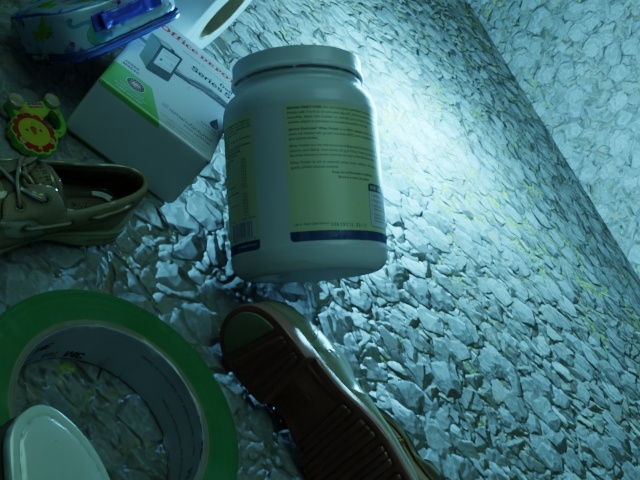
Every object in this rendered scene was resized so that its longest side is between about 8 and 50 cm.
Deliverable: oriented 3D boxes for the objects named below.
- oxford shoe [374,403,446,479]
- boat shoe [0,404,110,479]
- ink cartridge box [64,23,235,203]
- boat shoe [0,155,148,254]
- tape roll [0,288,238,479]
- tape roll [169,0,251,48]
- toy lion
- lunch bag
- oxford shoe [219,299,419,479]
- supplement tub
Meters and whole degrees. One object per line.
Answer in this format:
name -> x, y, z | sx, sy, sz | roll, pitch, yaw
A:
oxford shoe -> 0.094, 0.309, 1.238 | 0.076, 0.076, 0.212 | -35, 69, -20
boat shoe -> -0.221, 0.287, 0.728 | 0.109, 0.091, 0.304 | -33, 109, -59
ink cartridge box -> -0.250, -0.216, 1.354 | 0.198, 0.115, 0.272 | 37, 32, -17
boat shoe -> -0.362, -0.058, 1.038 | 0.341, 0.110, 0.121 | -7, 60, -54
tape roll -> -0.239, 0.206, 0.925 | 0.321, 0.077, 0.321 | 32, 33, -25
tape roll -> -0.231, -0.470, 1.544 | 0.169, 0.246, 0.246 | 45, 31, -3
toy lion -> -0.396, -0.158, 1.193 | 0.100, 0.034, 0.096 | -16, 74, -57
lunch bag -> -0.334, -0.336, 1.283 | 0.219, 0.176, 0.090 | -40, 126, -39
oxford shoe -> 0.031, 0.236, 1.174 | 0.397, 0.140, 0.146 | 55, 24, 8
supplement tub -> -0.026, -0.107, 1.291 | 0.235, 0.236, 0.324 | 5, 78, -49
